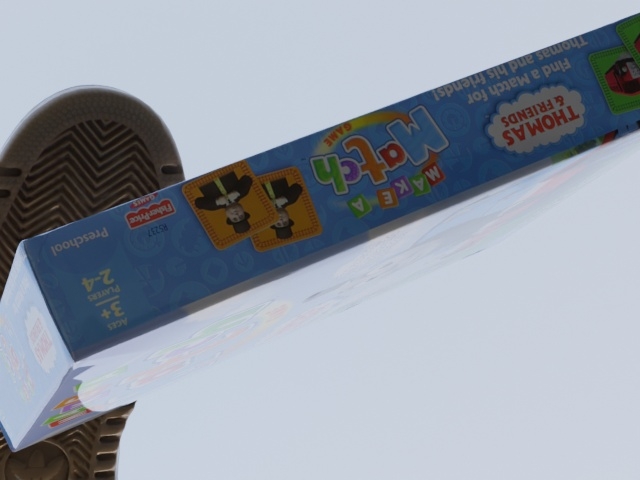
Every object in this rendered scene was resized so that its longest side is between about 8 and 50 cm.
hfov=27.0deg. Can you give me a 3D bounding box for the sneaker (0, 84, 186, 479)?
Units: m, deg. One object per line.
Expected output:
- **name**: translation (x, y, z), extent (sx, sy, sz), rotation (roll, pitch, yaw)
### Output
- **sneaker**: translation (-0.130, 0.053, 0.625), extent (0.099, 0.153, 0.282), rotation (5, -72, -17)

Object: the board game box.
- **board game box**: translation (0.000, 0.000, 0.430), extent (0.212, 0.160, 0.039), rotation (-21, -99, -23)
